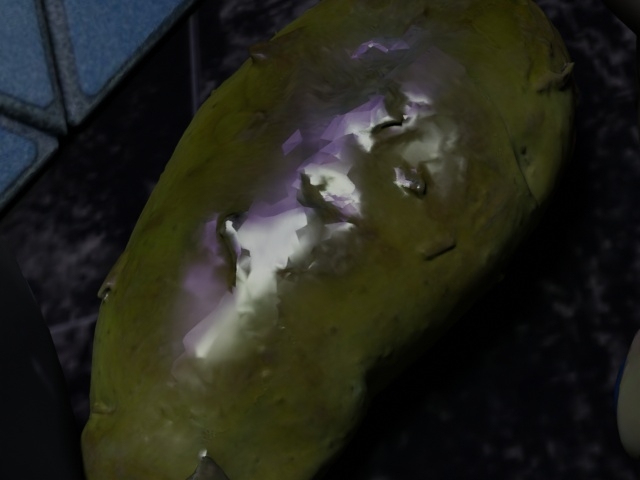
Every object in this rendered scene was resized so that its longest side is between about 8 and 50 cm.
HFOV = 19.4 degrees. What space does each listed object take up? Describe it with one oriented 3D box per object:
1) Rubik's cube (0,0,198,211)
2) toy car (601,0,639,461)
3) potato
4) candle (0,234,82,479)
[{"bbox_3d":[-0.163,-0.148,0.784,0.233,0.228,0.229,36,18,6],"label":"Rubik's cube"},{"bbox_3d":[0.179,0.044,0.373,0.336,0.242,0.226,29,63,38],"label":"toy car"},{"bbox_3d":[0.000,0.000,0.604,0.117,0.090,0.225,24,67,32],"label":"potato"},{"bbox_3d":[-0.258,0.091,0.530,0.342,0.221,0.221,-23,42,13],"label":"candle"}]
